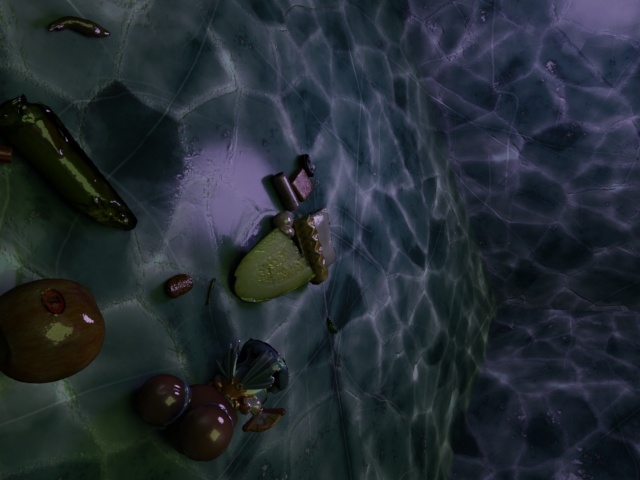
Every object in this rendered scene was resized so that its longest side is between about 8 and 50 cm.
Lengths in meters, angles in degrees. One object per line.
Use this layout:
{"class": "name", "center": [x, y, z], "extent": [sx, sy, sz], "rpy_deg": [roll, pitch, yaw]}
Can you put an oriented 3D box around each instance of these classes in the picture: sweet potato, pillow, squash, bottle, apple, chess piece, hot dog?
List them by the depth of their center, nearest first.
{"class": "apple", "center": [-0.549, 0.179, 0.949], "extent": [0.188, 0.211, 0.210], "rpy_deg": [-17, 100, -50]}
{"class": "sweet potato", "center": [-0.575, -0.511, 1.124], "extent": [0.153, 0.038, 0.041], "rpy_deg": [-20, 80, -49]}
{"class": "hot dog", "center": [-0.390, 0.126, 1.298], "extent": [0.083, 0.035, 0.058], "rpy_deg": [-32, 112, -49]}
{"class": "squash", "center": [-0.159, 0.110, 1.506], "extent": [0.236, 0.204, 0.155], "rpy_deg": [56, 23, -29]}
{"class": "chess piece", "center": [-0.126, -0.014, 1.615], "extent": [0.094, 0.094, 0.170], "rpy_deg": [5, 78, -52]}
{"class": "bottle", "center": [-0.121, -0.171, 1.662], "extent": [0.053, 0.053, 0.140], "rpy_deg": [-51, 125, -42]}
{"class": "pillow", "center": [0.000, 0.000, 1.808], "extent": [0.148, 0.050, 0.229], "rpy_deg": [-27, 108, -43]}

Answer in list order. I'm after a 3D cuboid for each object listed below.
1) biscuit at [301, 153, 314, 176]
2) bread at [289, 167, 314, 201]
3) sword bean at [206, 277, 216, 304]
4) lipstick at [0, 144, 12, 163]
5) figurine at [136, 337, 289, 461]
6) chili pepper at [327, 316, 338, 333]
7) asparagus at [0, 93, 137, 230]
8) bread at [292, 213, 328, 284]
{"class": "biscuit", "center": [-0.047, -0.282, 1.777], "extent": [0.089, 0.027, 0.087], "rpy_deg": [60, 20, -56]}
{"class": "bread", "center": [-0.073, -0.205, 1.742], "extent": [0.094, 0.035, 0.090], "rpy_deg": [55, 47, -34]}
{"class": "sword bean", "center": [-0.325, 0.151, 1.399], "extent": [0.012, 0.012, 0.083], "rpy_deg": [30, 64, -47]}
{"class": "lipstick", "center": [-0.720, -0.175, 0.874], "extent": [0.274, 0.068, 0.061], "rpy_deg": [-2, 85, -52]}
{"class": "figurine", "center": [-0.263, 0.428, 1.274], "extent": [0.388, 0.277, 0.248], "rpy_deg": [-33, 136, -46]}
{"class": "chili pepper", "center": [0.045, 0.335, 1.854], "extent": [0.027, 0.022, 0.083], "rpy_deg": [-32, 117, -13]}
{"class": "asparagus", "center": [-0.551, -0.146, 1.054], "extent": [0.108, 0.128, 0.381], "rpy_deg": [-36, 122, -9]}
{"class": "bread", "center": [-0.040, 0.036, 1.707], "extent": [0.087, 0.098, 0.269], "rpy_deg": [-56, 133, -70]}
